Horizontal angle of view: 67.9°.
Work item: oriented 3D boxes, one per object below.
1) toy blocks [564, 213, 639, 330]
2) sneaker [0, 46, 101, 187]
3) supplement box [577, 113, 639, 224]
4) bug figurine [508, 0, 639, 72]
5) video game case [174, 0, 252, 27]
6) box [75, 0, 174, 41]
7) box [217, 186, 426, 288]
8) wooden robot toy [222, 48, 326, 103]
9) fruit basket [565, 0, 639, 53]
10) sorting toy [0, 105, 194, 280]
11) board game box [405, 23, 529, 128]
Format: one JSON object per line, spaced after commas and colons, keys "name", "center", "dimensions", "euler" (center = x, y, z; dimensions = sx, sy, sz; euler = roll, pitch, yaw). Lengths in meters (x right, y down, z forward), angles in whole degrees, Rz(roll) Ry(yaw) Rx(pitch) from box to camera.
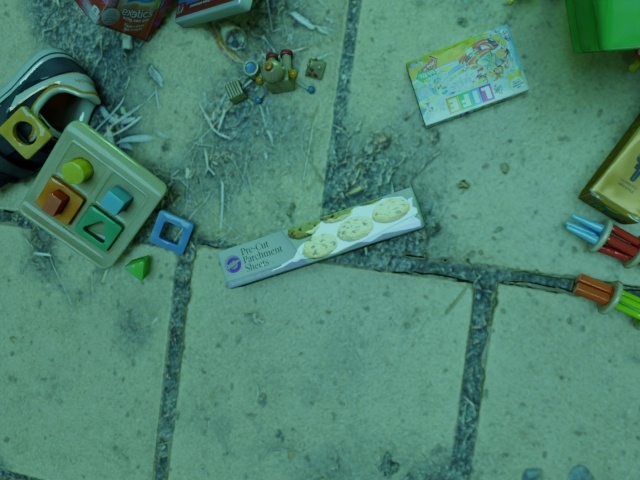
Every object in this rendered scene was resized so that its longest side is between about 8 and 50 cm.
{"name": "toy blocks", "center": [0.398, 0.038, 0.659], "dimensions": [0.148, 0.054, 0.123], "euler": [27, 95, 12]}
{"name": "sneaker", "center": [-0.522, -0.181, 0.834], "dimensions": [0.127, 0.126, 0.321], "euler": [45, 98, 15]}
{"name": "supplement box", "center": [0.455, -0.136, 0.636], "dimensions": [0.078, 0.080, 0.233], "euler": [37, 96, 11]}
{"name": "bug figurine", "center": [0.410, -0.372, 0.648], "dimensions": [0.279, 0.072, 0.216], "euler": [35, 97, 11]}
{"name": "video game case", "center": [-0.146, -0.492, 0.748], "dimensions": [0.204, 0.025, 0.285], "euler": [16, 94, 45]}
{"name": "box", "center": [-0.369, -0.478, 0.791], "dimensions": [0.128, 0.123, 0.257], "euler": [-44, 80, 23]}
{"name": "box", "center": [0.000, 0.000, 0.746], "dimensions": [0.324, 0.063, 0.067], "euler": [-17, 85, 12]}
{"name": "wooden robot toy", "center": [-0.081, -0.271, 0.757], "dimensions": [0.173, 0.079, 0.076], "euler": [-8, 88, 12]}
{"name": "fruit basket", "center": [0.441, -0.391, 0.476], "dimensions": [0.392, 0.283, 0.391], "euler": [6, 112, 15]}
{"name": "sorting toy", "center": [-0.382, -0.067, 0.781], "dimensions": [0.348, 0.047, 0.196], "euler": [38, 106, -11]}
{"name": "board game box", "center": [0.218, -0.244, 0.715], "dimensions": [0.154, 0.026, 0.103], "euler": [-18, 86, 12]}
